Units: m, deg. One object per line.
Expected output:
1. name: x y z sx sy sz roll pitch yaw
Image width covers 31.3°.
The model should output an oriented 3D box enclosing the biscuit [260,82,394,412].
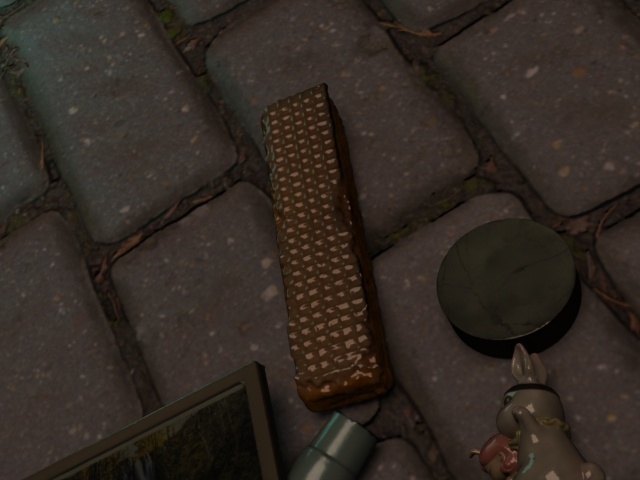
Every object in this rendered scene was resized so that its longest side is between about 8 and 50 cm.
1. biscuit: 0.000 0.000 1.197 0.094 0.054 0.379 -19 53 12

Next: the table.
1. table: 0.181 0.045 1.096 0.133 0.043 0.134 -12 55 17

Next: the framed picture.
1. framed picture: -0.171 0.275 1.070 0.324 0.020 0.241 -28 47 16

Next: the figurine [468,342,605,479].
1. figurine: 0.173 0.170 0.991 0.098 0.081 0.146 -27 52 5

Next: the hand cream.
1. hand cream: -0.060 0.300 1.020 0.085 0.058 0.331 27 72 27
